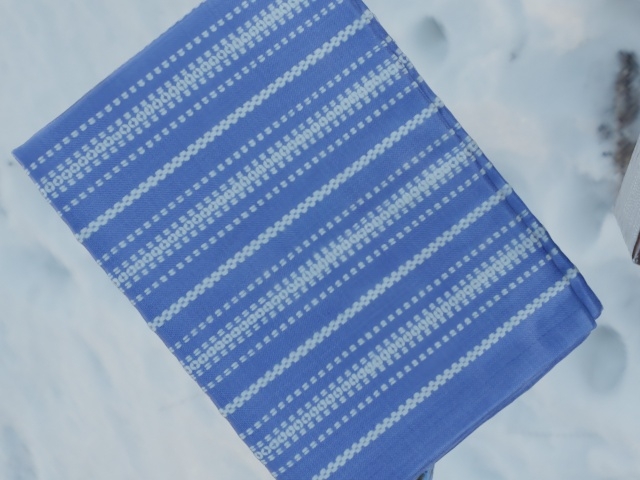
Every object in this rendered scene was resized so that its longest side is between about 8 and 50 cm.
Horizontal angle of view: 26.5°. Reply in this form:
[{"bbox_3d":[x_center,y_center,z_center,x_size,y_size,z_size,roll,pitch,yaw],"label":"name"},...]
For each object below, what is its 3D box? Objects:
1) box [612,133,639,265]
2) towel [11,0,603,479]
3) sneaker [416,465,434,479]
[{"bbox_3d":[0.293,-0.053,0.849,0.167,0.203,0.168,18,103,6],"label":"box"},{"bbox_3d":[0.000,0.000,0.889,0.336,0.243,0.040,52,175,-7],"label":"towel"},{"bbox_3d":[0.047,0.266,1.159,0.083,0.221,0.087,15,170,30],"label":"sneaker"}]
